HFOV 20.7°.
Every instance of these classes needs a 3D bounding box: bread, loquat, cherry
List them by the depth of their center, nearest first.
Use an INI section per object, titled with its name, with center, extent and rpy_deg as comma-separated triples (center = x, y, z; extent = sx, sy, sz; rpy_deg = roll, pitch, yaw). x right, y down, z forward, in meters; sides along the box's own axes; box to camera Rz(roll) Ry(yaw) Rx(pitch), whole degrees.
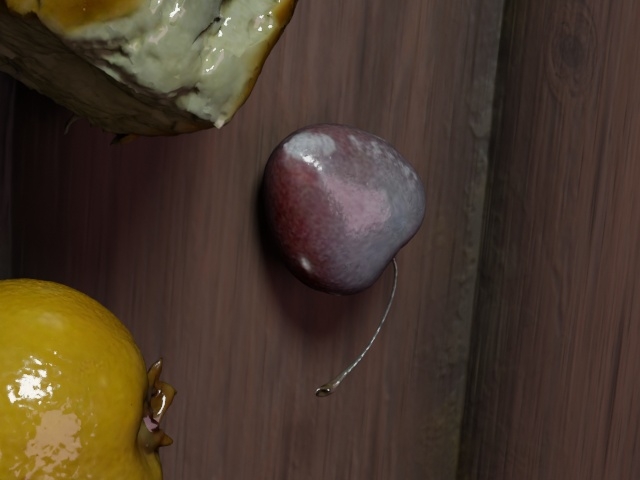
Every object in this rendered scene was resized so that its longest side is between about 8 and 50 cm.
[bread]
center = -0.115, -0.204, 1.066
extent = 0.225, 0.279, 0.250
rpy_deg = 33, 77, -30
[loquat]
center = -0.194, 0.128, 1.127
extent = 0.208, 0.208, 0.208
rpy_deg = -15, 113, -41
[cherry]
center = -0.002, -0.003, 1.341
extent = 0.188, 0.115, 0.148
rpy_deg = -53, 152, -12
